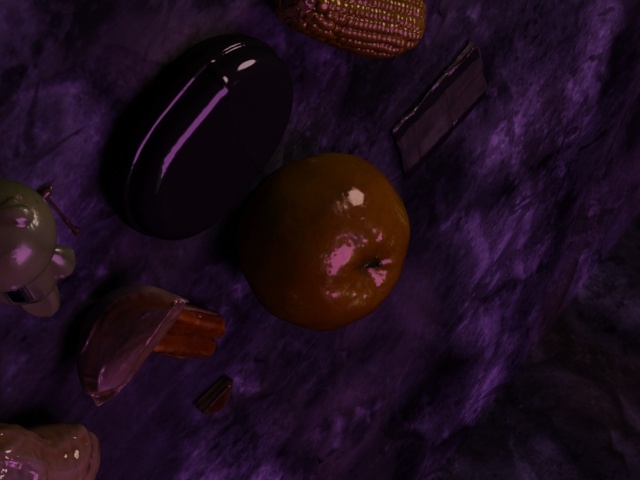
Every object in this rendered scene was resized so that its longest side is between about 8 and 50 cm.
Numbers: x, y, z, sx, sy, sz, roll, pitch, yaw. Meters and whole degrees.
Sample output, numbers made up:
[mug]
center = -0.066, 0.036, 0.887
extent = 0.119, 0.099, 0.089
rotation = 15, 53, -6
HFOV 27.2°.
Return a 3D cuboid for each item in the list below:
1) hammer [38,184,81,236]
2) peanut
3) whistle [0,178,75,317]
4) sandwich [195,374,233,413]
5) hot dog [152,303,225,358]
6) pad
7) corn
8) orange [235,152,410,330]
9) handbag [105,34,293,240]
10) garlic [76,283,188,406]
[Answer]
[hammer]
center = -0.331, -0.034, 1.682
extent = 0.029, 0.014, 0.123
rotation = -42, 153, -8
[peanut]
center = -0.429, 0.328, 1.779
extent = 0.340, 0.158, 0.174
rotation = 22, 71, -67
[whistle]
center = -0.368, 0.008, 1.582
extent = 0.141, 0.141, 0.294
rotation = -51, 172, -9
[sandwich]
center = -0.179, 0.271, 2.256
extent = 0.083, 0.031, 0.044
rotation = -42, 148, -27
[hot dog]
center = -0.219, 0.133, 2.002
extent = 0.092, 0.062, 0.235
rotation = -57, 156, 2
[pad]
center = 0.216, -0.232, 2.361
extent = 0.233, 0.022, 0.174
rotation = -48, 153, -13
[corn]
center = 0.049, -0.323, 1.879
extent = 0.322, 0.119, 0.119
rotation = -4, 124, -52
[orange]
center = 0.000, 0.000, 2.035
extent = 0.279, 0.235, 0.279
rotation = -24, 126, -37
[handbag]
center = -0.155, -0.133, 1.775
extent = 0.308, 0.093, 0.254
rotation = -50, 152, -12
[garlic]
center = -0.283, 0.130, 1.845
extent = 0.195, 0.101, 0.087
rotation = -50, 168, -3
